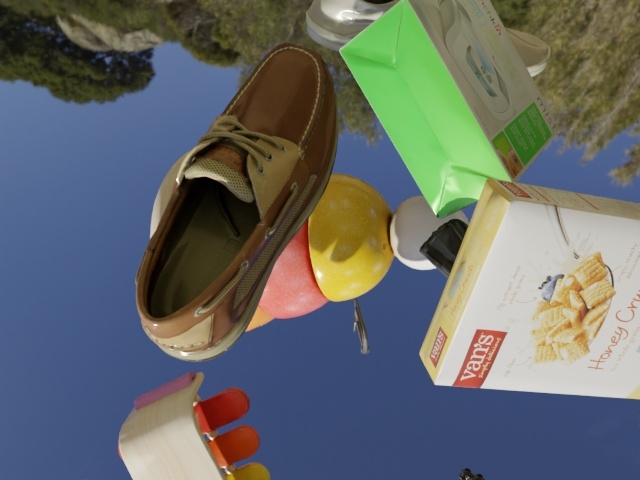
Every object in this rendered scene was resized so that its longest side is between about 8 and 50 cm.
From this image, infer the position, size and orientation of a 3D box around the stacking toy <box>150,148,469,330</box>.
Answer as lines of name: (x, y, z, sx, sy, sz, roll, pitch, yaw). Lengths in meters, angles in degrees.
stacking toy: (0.000, 0.000, 0.991, 0.479, 0.351, 0.351, -2, -144, 24)

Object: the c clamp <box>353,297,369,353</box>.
c clamp: (0.102, 0.219, 1.497, 0.022, 0.137, 0.161, -6, -150, -4)

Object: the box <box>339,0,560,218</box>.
box: (0.187, -0.202, 0.830, 0.126, 0.262, 0.231, -26, -172, 44)

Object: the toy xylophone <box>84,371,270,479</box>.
toy xylophone: (-0.171, 0.345, 0.787, 0.236, 0.323, 0.081, -19, -178, 14)

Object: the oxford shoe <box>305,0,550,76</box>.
oxford shoe: (0.201, -0.372, 1.032, 0.449, 0.130, 0.169, 7, -141, -12)

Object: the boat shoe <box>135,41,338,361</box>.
boat shoe: (-0.070, -0.047, 0.556, 0.122, 0.120, 0.324, 17, -106, 11)

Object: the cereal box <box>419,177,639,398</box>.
cereal box: (0.220, 0.050, 0.501, 0.240, 0.173, 0.047, 6, -153, -16)

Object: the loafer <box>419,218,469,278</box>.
loafer: (0.204, 0.074, 0.745, 0.078, 0.076, 0.223, -40, -118, 18)

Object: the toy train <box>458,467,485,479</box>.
toy train: (0.308, 0.435, 1.019, 0.158, 0.027, 0.036, 24, -92, 5)
